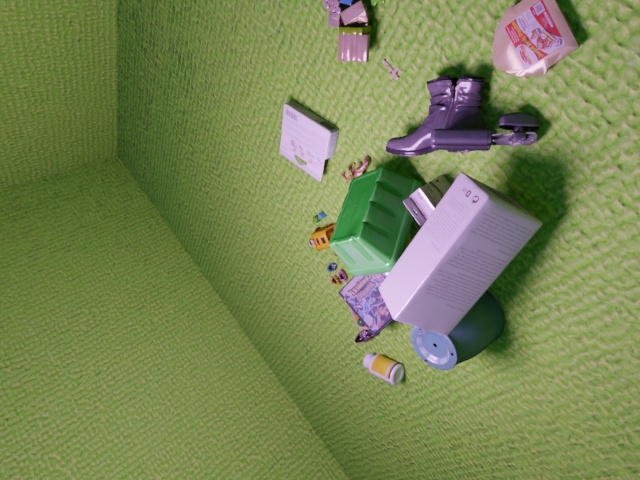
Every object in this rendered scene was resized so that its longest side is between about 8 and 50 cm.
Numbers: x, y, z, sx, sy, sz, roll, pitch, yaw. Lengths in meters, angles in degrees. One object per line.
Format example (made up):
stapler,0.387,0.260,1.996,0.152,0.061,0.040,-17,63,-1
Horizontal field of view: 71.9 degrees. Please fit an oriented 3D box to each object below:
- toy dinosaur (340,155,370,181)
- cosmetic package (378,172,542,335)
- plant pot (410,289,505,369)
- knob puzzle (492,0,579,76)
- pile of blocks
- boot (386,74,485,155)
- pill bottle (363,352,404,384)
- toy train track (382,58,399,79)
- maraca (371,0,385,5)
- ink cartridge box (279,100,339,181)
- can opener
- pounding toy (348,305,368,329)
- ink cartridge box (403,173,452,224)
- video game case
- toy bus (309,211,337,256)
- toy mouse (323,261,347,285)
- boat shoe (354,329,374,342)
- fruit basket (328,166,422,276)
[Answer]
toy dinosaur,0.140,-0.240,1.738,0.112,0.064,0.212,37,138,27
cosmetic package,0.401,0.054,1.322,0.454,0.229,0.162,-58,28,23
plant pot,0.462,0.311,1.561,0.271,0.255,0.272,29,134,36
knob puzzle,0.528,-0.509,1.122,0.213,0.030,0.213,29,133,35
pile of blocks,0.090,-0.759,1.423,0.148,0.112,0.363,-8,115,38
boot,0.349,-0.386,1.366,0.337,0.118,0.223,1,112,36
pill bottle,0.294,0.600,2.082,0.184,0.103,0.103,16,125,44
toy train track,0.230,-0.564,1.455,0.083,0.014,0.048,55,143,9
maraca,0.177,-0.790,1.294,0.127,0.099,0.186,47,144,13
ink cartridge box,-0.055,-0.416,1.856,0.275,0.060,0.239,39,139,26
can opener,0.455,-0.304,1.232,0.282,0.076,0.095,5,80,16
pounding toy,0.214,0.295,1.980,0.181,0.094,0.206,-8,108,52
ink cartridge box,0.365,-0.134,1.440,0.104,0.180,0.060,55,143,7
video game case,0.239,0.230,1.874,0.248,0.035,0.275,49,120,15
toy bus,0.005,-0.007,2.019,0.190,0.104,0.202,37,137,29
toy mouse,0.081,0.151,2.095,0.160,0.031,0.143,27,132,37
boat shoe,0.221,0.449,2.097,0.066,0.066,0.183,49,142,14
fruit basket,0.237,-0.028,1.588,0.282,0.391,0.393,-14,102,53
